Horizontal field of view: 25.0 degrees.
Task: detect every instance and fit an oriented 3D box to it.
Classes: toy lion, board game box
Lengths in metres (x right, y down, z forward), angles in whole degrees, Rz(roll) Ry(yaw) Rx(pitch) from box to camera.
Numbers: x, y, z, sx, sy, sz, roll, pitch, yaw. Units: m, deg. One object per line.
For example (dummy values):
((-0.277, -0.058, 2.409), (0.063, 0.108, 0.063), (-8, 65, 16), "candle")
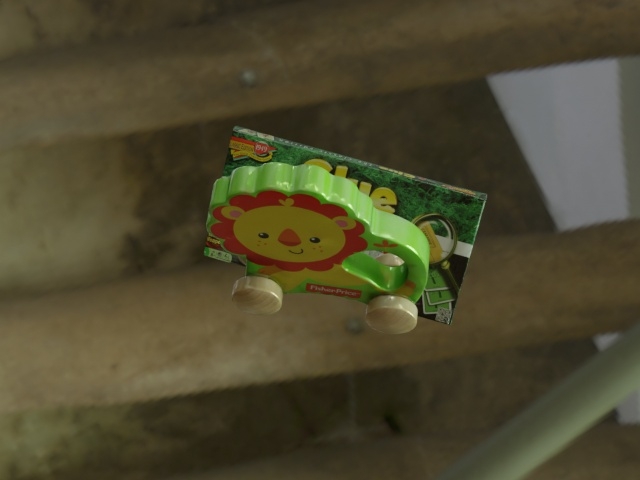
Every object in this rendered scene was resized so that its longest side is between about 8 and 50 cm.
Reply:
((0.000, 0.000, 0.631), (0.096, 0.100, 0.034), (102, -4, -58), "toy lion")
((0.022, -0.015, 1.431), (0.030, 0.260, 0.136), (-49, 154, -76), "board game box")
